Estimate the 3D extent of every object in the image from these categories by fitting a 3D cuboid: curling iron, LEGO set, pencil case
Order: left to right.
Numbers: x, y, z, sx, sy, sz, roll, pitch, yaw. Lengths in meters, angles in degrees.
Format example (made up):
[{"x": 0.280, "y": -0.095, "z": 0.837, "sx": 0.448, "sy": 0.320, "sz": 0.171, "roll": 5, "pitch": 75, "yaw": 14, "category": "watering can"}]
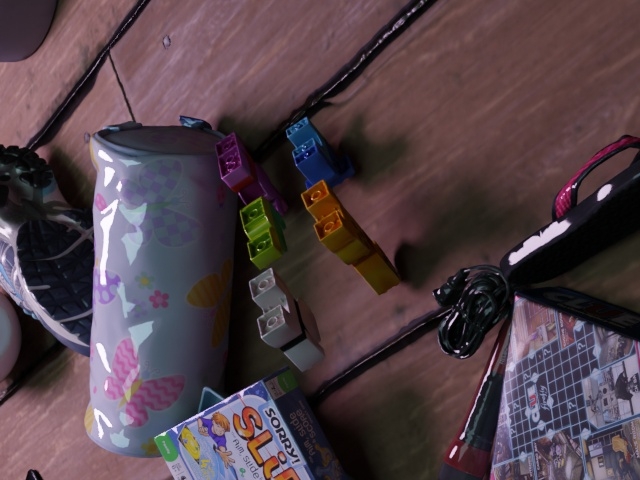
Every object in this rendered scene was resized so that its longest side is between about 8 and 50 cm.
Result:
[{"x": -0.135, "y": 0.039, "z": 1.026, "sx": 0.124, "sy": 0.113, "sz": 0.273, "roll": 9, "pitch": 106, "yaw": 20, "category": "pencil case"}, {"x": 0.000, "y": 0.000, "z": 0.886, "sx": 0.087, "sy": 0.093, "sz": 0.227, "roll": -33, "pitch": 37, "yaw": 12, "category": "LEGO set"}, {"x": 0.090, "y": 0.141, "z": 0.843, "sx": 0.068, "sy": 0.035, "sz": 0.274, "roll": 30, "pitch": 117, "yaw": 47, "category": "curling iron"}]

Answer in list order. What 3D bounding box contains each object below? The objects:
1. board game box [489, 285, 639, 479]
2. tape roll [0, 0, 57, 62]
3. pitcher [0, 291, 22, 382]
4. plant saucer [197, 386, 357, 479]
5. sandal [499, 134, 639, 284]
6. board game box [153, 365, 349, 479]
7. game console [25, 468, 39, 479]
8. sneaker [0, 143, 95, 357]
[{"x": 0.173, "y": 0.165, "z": 0.743, "sx": 0.165, "sy": 0.042, "sz": 0.243, "roll": 22, "pitch": 113, "yaw": 45, "category": "board game box"}, {"x": -0.343, "y": -0.287, "z": 1.253, "sx": 0.219, "sy": 0.072, "sz": 0.219, "roll": 11, "pitch": 104, "yaw": 48, "category": "tape roll"}, {"x": -0.395, "y": 0.085, "z": 1.355, "sx": 0.207, "sy": 0.125, "sz": 0.177, "roll": -22, "pitch": 64, "yaw": 60, "category": "pitcher"}, {"x": -0.021, "y": 0.182, "z": 0.963, "sx": 0.192, "sy": 0.018, "sz": 0.067, "roll": 30, "pitch": 120, "yaw": 28, "category": "plant saucer"}, {"x": 0.162, "y": -0.027, "z": 0.710, "sx": 0.179, "sy": 0.067, "sz": 0.040, "roll": -38, "pitch": 56, "yaw": 49, "category": "sandal"}, {"x": -0.029, "y": 0.210, "z": 0.942, "sx": 0.136, "sy": 0.035, "sz": 0.201, "roll": -33, "pitch": 84, "yaw": 38, "category": "board game box"}, {"x": -0.324, "y": 0.327, "z": 1.340, "sx": 0.071, "sy": 0.107, "sz": 0.122, "roll": 28, "pitch": 121, "yaw": 12, "category": "game console"}, {"x": -0.251, "y": 0.025, "z": 1.197, "sx": 0.283, "sy": 0.110, "sz": 0.122, "roll": 47, "pitch": 147, "yaw": 37, "category": "sneaker"}]
